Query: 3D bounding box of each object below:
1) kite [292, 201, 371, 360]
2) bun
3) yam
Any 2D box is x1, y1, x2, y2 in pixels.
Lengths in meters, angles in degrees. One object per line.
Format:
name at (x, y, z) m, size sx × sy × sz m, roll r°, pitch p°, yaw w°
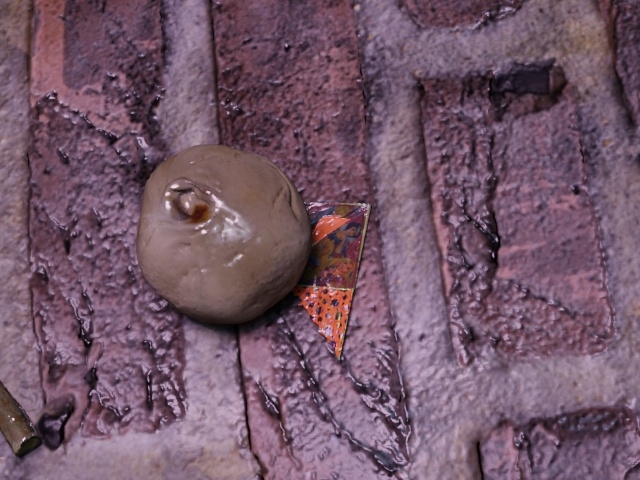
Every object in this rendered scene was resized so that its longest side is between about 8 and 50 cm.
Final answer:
kite at (0.000, 0.000, 1.241) m, size 0.125 × 0.008 × 0.222 m, roll -36°, pitch 65°, yaw -10°
bun at (-0.098, -0.015, 1.195) m, size 0.173 × 0.113 × 0.166 m, roll 39°, pitch 84°, yaw 23°
yam at (-0.304, 0.143, 1.205) m, size 0.129 × 0.027 × 0.033 m, roll 51°, pitch 120°, yaw 23°
